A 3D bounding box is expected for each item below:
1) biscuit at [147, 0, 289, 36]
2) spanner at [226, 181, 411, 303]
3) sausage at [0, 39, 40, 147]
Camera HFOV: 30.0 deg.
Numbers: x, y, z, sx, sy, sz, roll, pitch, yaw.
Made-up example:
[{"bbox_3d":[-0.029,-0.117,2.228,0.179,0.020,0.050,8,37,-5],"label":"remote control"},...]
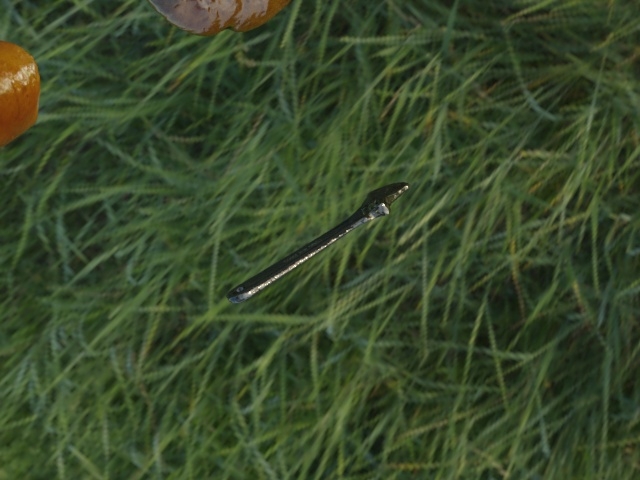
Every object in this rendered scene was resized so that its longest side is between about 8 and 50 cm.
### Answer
[{"bbox_3d":[-0.094,-0.305,1.200,0.036,0.212,0.212,45,144,47],"label":"biscuit"},{"bbox_3d":[0.000,0.000,1.091,0.046,0.208,0.012,16,135,60],"label":"spanner"},{"bbox_3d":[-0.302,-0.082,0.810,0.103,0.302,0.076,47,122,13],"label":"sausage"}]
